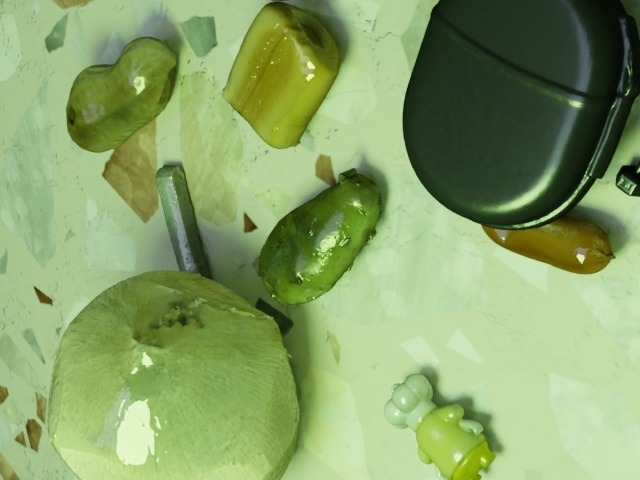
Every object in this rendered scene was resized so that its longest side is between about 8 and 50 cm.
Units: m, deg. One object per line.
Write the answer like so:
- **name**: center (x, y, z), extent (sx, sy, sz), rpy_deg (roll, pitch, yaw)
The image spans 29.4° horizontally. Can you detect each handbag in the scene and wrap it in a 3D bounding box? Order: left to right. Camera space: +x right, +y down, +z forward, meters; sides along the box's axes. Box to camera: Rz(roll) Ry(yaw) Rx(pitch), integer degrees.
- **handbag**: center (0.209, -0.158, 1.310), extent (0.254, 0.093, 0.308), rpy_deg (34, 117, 34)

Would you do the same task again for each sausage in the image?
- **sausage**: center (0.254, -0.004, 1.374), extent (0.183, 0.054, 0.062), rpy_deg (19, 85, 40)

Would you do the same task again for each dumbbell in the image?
- **dumbbell**: center (0.342, -0.085, 1.277), extent (0.036, 0.040, 0.083), rpy_deg (-112, 36, -46)

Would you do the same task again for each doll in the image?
- **doll**: center (0.148, 0.239, 1.548), extent (0.162, 0.062, 0.106), rpy_deg (43, 124, 23)

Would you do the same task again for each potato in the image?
- **potato**: center (0.000, 0.000, 1.580), extent (0.225, 0.090, 0.117), rpy_deg (-47, 66, 34)

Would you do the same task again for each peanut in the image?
- **peanut**: center (-0.287, -0.212, 1.755), extent (0.236, 0.110, 0.120), rpy_deg (-38, 65, 41)

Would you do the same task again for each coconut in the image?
- **coconut**: center (-0.195, 0.218, 1.661), extent (0.346, 0.346, 0.360), rpy_deg (51, 166, 17)

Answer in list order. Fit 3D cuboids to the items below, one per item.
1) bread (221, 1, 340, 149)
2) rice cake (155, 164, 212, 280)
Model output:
- **bread**: center (-0.044, -0.212, 1.550), extent (0.134, 0.085, 0.173), rpy_deg (49, 132, 15)
- **rice cake**: center (-0.200, -0.012, 1.796), extent (0.047, 0.036, 0.206), rpy_deg (-13, 95, 32)
